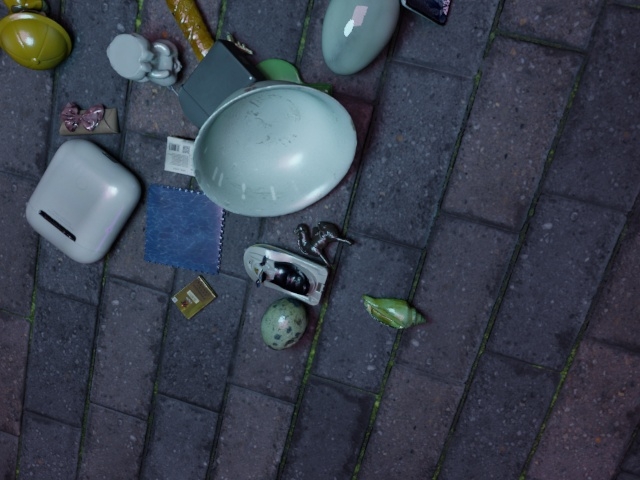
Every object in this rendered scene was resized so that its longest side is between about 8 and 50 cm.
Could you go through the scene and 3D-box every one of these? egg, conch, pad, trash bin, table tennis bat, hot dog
[{"bbox_3d":[0.098,-0.558,1.232,0.183,0.183,0.264,30,110,2],"label":"egg"},{"bbox_3d":[0.222,0.220,1.436,0.200,0.079,0.095,10,117,25],"label":"conch"},{"bbox_3d":[-0.114,0.261,1.467,0.141,0.141,0.182,33,113,2],"label":"egg"},{"bbox_3d":[-0.438,-0.035,1.526,0.269,0.012,0.269,9,104,8],"label":"pad"},{"bbox_3d":[-0.287,-0.423,1.350,0.177,0.101,0.236,48,117,4],"label":"trash bin"},{"bbox_3d":[-0.090,-0.435,1.369,0.257,0.039,0.160,8,103,13],"label":"table tennis bat"},{"bbox_3d":[-0.374,-0.637,1.363,0.087,0.061,0.286,-32,96,3],"label":"hot dog"}]

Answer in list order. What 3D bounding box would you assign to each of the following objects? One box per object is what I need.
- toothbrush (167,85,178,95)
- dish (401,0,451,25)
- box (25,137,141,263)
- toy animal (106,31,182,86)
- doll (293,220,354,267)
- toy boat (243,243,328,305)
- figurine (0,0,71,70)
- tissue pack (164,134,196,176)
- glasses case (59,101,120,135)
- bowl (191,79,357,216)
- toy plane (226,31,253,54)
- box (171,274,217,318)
[{"bbox_3d":[-0.411,-0.413,1.438,0.167,0.014,0.011,49,122,-3],"label":"toothbrush"},{"bbox_3d":[0.270,-0.695,1.210,0.080,0.182,0.243,25,108,44],"label":"dish"},{"bbox_3d":[-0.743,-0.120,1.493,0.288,0.141,0.349,38,106,-1],"label":"box"},{"bbox_3d":[-0.499,-0.509,1.341,0.178,0.193,0.128,11,106,10],"label":"toy animal"},{"bbox_3d":[0.000,0.000,1.438,0.165,0.057,0.139,43,108,4],"label":"doll"},{"bbox_3d":[-0.115,0.103,1.440,0.269,0.141,0.141,17,104,1],"label":"toy boat"},{"bbox_3d":[-0.856,-0.629,1.393,0.192,0.167,0.257,-20,96,27],"label":"figurine"},{"bbox_3d":[-0.374,-0.248,1.423,0.148,0.099,0.106,13,106,7],"label":"tissue pack"},{"bbox_3d":[-0.726,-0.379,1.471,0.193,0.070,0.103,0,101,10],"label":"glasses case"},{"bbox_3d":[-0.137,-0.281,1.292,0.434,0.435,0.196,-33,51,15],"label":"bowl"},{"bbox_3d":[-0.246,-0.541,1.368,0.102,0.040,0.111,-14,101,11],"label":"toy plane"},{"bbox_3d":[-0.414,0.186,1.564,0.133,0.023,0.090,-38,92,15],"label":"box"}]
